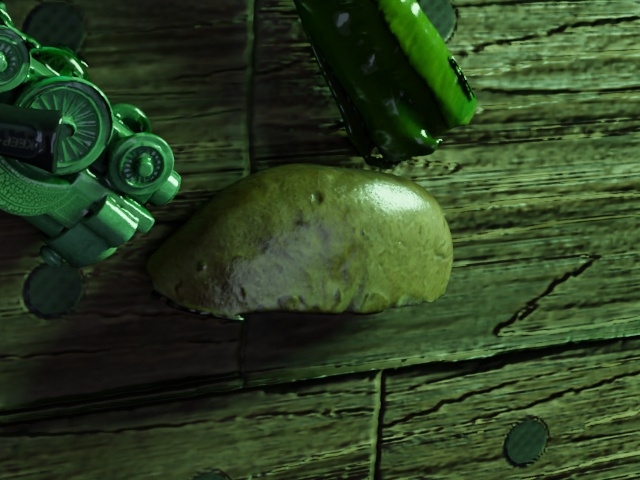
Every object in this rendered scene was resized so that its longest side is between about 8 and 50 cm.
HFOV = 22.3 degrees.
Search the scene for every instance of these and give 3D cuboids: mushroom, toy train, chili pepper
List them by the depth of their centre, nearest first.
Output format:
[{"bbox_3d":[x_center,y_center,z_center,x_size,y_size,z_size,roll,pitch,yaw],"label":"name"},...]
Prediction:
[{"bbox_3d":[-0.161,-0.056,0.901,0.178,0.071,0.105,37,94,-31],"label":"toy train"},{"bbox_3d":[-0.011,-0.197,0.940,0.085,0.076,0.359,-25,119,8],"label":"chili pepper"},{"bbox_3d":[0.000,0.000,1.003,0.209,0.072,0.094,3,100,-29],"label":"mushroom"}]

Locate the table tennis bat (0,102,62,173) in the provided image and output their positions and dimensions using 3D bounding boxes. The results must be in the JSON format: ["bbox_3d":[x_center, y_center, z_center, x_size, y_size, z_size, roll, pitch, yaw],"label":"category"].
[{"bbox_3d":[-0.248,-0.075,0.826,0.236,0.027,0.150,12,101,-5],"label":"table tennis bat"}]
